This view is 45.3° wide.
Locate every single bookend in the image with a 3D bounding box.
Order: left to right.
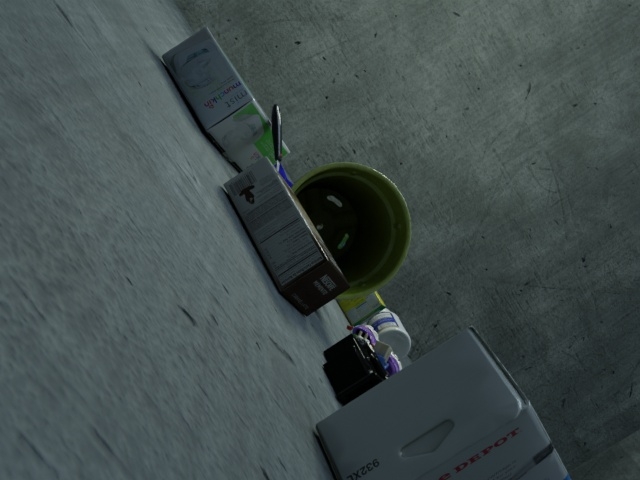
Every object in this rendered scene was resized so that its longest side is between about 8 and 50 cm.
[{"bbox_3d":[0.057,0.211,1.259,0.156,0.072,0.157,53,5,-48],"label":"bookend"}]

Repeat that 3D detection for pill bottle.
[{"bbox_3d":[0.194,0.273,2.279,0.112,0.112,0.186,56,4,-19],"label":"pill bottle"}]

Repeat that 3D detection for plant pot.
[{"bbox_3d":[0.023,-0.027,1.638,0.276,0.276,0.254,57,-7,-10],"label":"plant pot"}]

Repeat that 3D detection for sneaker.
[{"bbox_3d":[0.132,0.282,1.902,0.170,0.068,0.071,50,15,24],"label":"sneaker"}]

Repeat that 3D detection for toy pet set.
[{"bbox_3d":[0.108,0.264,1.806,0.114,0.065,0.122,21,-16,23],"label":"toy pet set"}]

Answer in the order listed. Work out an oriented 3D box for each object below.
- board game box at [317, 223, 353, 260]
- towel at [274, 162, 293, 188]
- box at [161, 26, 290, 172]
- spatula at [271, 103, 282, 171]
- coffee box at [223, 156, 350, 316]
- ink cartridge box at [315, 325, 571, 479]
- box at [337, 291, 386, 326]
[{"bbox_3d":[0.000,0.000,1.834,0.259,0.136,0.030,61,1,36],"label":"board game box"},{"bbox_3d":[-0.141,-0.195,2.094,0.308,0.076,0.227,58,3,15],"label":"towel"},{"bbox_3d":[-0.207,-0.296,1.708,0.231,0.127,0.262,57,2,25],"label":"box"},{"bbox_3d":[-0.099,-0.147,1.624,0.084,0.030,0.296,47,46,-75],"label":"spatula"},{"bbox_3d":[-0.060,-0.007,1.357,0.246,0.098,0.141,59,4,28],"label":"coffee box"},{"bbox_3d":[0.164,0.273,0.948,0.307,0.223,0.129,53,5,-48],"label":"ink cartridge box"},{"bbox_3d":[0.090,0.137,2.094,0.179,0.105,0.043,59,10,26],"label":"box"}]
